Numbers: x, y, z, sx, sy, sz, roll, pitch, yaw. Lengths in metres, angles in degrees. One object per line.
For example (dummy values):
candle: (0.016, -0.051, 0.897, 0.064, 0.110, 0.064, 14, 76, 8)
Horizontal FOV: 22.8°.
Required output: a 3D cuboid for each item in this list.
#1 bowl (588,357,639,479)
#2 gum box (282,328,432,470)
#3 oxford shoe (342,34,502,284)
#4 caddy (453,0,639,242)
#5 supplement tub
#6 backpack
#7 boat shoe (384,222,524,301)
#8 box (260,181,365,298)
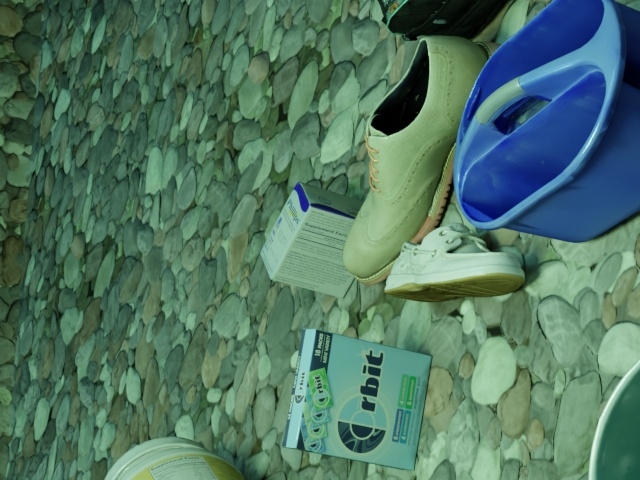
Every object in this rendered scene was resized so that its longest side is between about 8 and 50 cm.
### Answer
bowl: (0.406, 0.207, 1.372, 0.311, 0.163, 0.311, 1, 92, 28)
gum box: (0.050, 0.209, 2.076, 0.041, 0.184, 0.157, -7, 71, 61)
oxford shoe: (0.106, -0.115, 2.166, 0.397, 0.146, 0.140, -63, 33, 24)
caddy: (0.272, -0.140, 1.816, 0.341, 0.179, 0.241, -40, 40, 55)
supplement tub: (-0.187, 0.453, 2.335, 0.331, 0.241, 0.241, 42, 114, 59)
backpack: (0.178, -0.368, 2.138, 0.188, 0.166, 0.144, -39, 54, 44)
boat shoe: (0.168, 0.022, 2.041, 0.277, 0.098, 0.096, -8, 71, 62)
box: (0.000, 0.000, 2.331, 0.137, 0.126, 0.072, -61, 29, 25)
